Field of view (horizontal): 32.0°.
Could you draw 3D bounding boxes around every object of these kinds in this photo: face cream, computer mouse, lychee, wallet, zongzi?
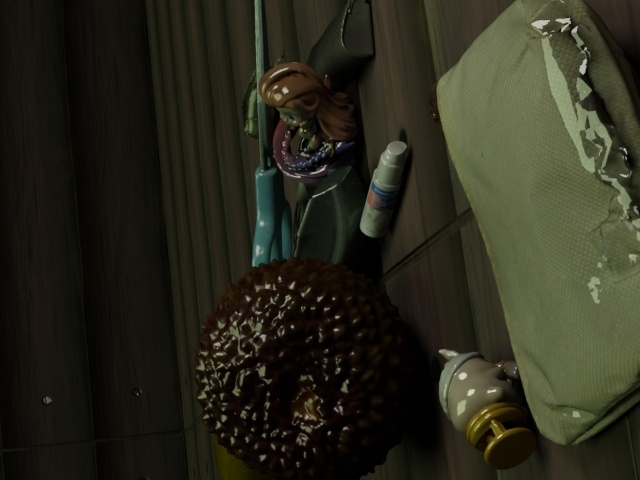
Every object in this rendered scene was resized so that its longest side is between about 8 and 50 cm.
[{"bbox_3d":[0.071,-0.058,1.233,0.130,0.034,0.034,104,157,-47],"label":"face cream"},{"bbox_3d":[0.015,0.010,1.341,0.126,0.071,0.231,-57,-16,-57],"label":"computer mouse"},{"bbox_3d":[-0.007,0.139,1.218,0.271,0.271,0.271,176,90,-75],"label":"lychee"},{"bbox_3d":[0.171,-0.024,0.817,0.275,0.068,0.335,120,137,-71],"label":"wallet"},{"bbox_3d":[-0.092,-0.245,1.787,0.130,0.062,0.154,-100,17,-71],"label":"zongzi"}]

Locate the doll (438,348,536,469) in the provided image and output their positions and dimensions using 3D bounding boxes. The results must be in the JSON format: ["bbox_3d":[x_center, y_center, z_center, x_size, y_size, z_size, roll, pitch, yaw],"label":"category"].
[{"bbox_3d":[0.143,0.128,0.957,0.084,0.073,0.127,-50,38,19],"label":"doll"}]

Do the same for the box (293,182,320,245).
[{"bbox_3d":[0.000,0.000,1.515,0.177,0.036,0.115,-117,28,-58],"label":"box"}]

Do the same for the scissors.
[{"bbox_3d":[-0.069,-0.127,1.444,0.192,0.029,0.447,-72,-19,-64],"label":"scissors"}]

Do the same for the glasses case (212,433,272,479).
[{"bbox_3d":[-0.056,0.251,1.512,0.141,0.173,0.371,-117,28,-50],"label":"glasses case"}]

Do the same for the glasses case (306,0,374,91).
[{"bbox_3d":[0.021,-0.233,1.377,0.190,0.042,0.072,149,124,-73],"label":"glasses case"}]

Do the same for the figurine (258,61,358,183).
[{"bbox_3d":[-0.014,-0.158,1.361,0.126,0.114,0.157,40,153,48],"label":"figurine"}]
